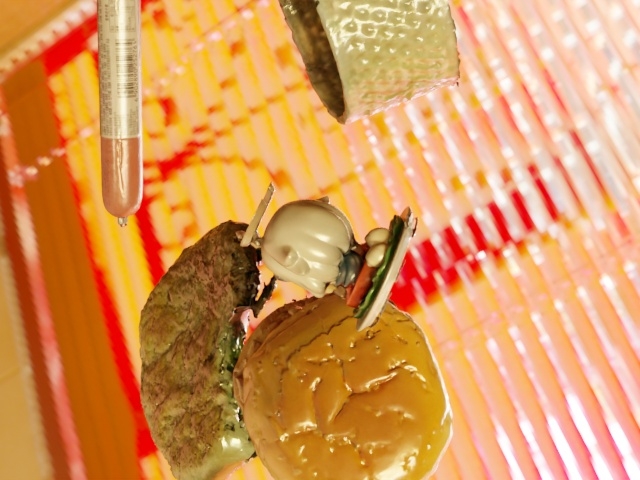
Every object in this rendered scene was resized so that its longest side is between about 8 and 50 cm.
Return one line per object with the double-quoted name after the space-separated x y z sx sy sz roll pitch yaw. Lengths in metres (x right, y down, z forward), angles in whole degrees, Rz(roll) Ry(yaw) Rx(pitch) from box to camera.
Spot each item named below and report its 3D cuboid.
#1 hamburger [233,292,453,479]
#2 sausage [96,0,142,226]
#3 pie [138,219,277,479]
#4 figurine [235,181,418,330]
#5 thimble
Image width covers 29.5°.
0.025 0.169 1.320 0.244 0.244 0.163 59 -179 0 "hamburger"
-0.135 -0.116 0.816 0.029 0.029 0.223 -49 -38 -69 "sausage"
-0.164 0.156 1.692 0.078 0.296 0.371 10 -96 -38 "pie"
0.000 0.000 1.141 0.154 0.132 0.132 22 -153 -3 "figurine"
0.045 -0.283 1.429 0.271 0.150 0.270 158 90 -83 "thimble"
